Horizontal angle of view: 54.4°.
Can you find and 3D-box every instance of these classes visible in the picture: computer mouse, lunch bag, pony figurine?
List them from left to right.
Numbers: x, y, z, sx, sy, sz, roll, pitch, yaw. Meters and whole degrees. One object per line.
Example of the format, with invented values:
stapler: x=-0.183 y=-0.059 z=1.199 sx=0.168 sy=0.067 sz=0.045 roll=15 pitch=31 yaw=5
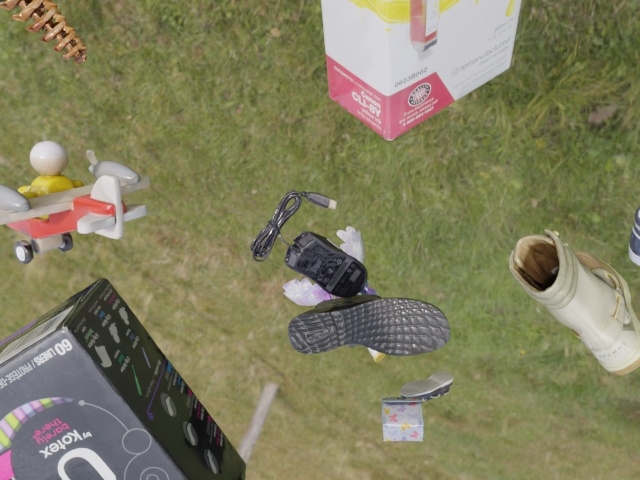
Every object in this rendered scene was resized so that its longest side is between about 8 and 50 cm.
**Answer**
computer mouse: x=0.000 y=0.000 z=1.305 sx=0.262 sy=0.184 sz=0.060 roll=25 pitch=-167 yaw=-17
pony figurine: x=0.082 y=0.176 z=1.965 sx=0.363 sy=0.302 sz=0.351 roll=49 pitch=173 yaw=31
lunch bag: x=0.140 y=0.299 z=1.071 sx=0.071 sy=0.083 sz=0.053 roll=-1 pitch=119 yaw=7

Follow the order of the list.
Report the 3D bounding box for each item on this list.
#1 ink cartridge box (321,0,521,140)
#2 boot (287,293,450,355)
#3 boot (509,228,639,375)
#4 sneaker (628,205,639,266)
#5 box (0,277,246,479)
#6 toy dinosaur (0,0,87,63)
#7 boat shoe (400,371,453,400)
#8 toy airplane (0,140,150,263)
ink cartridge box: x=0.151 y=-0.381 z=0.897 sx=0.160 sy=0.279 sz=0.385 roll=46 pitch=159 yaw=33
boot: x=0.115 y=0.157 z=1.321 sx=0.338 sy=0.118 sz=0.222 roll=-1 pitch=-173 yaw=19
boot: x=0.298 y=0.043 z=0.753 sx=0.165 sy=0.213 sz=0.077 roll=39 pitch=117 yaw=-16
sneaker: x=0.718 y=-0.021 z=1.137 sx=0.282 sy=0.099 sz=0.153 roll=-4 pitch=140 yaw=24
box: x=-0.212 y=0.202 z=0.607 sx=0.270 sy=0.165 sz=0.143 roll=57 pitch=-176 yaw=-15
toy dinosaur: x=-0.384 y=-0.249 z=0.616 sx=0.322 sy=0.218 sz=0.164 roll=30 pitch=-169 yaw=30
boat shoe: x=0.198 y=0.280 z=1.163 sx=0.125 sy=0.038 sz=0.046 roll=-12 pitch=-158 yaw=-39
toy airplane: x=-0.610 y=-0.111 z=1.494 sx=0.384 sy=0.273 sz=0.386 roll=-17 pitch=-173 yaw=-10
